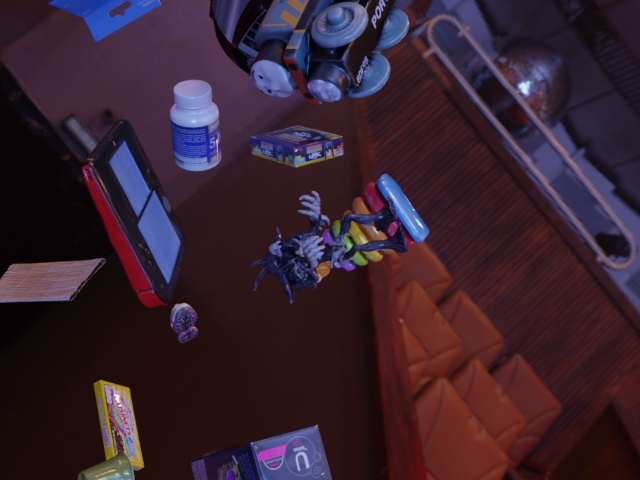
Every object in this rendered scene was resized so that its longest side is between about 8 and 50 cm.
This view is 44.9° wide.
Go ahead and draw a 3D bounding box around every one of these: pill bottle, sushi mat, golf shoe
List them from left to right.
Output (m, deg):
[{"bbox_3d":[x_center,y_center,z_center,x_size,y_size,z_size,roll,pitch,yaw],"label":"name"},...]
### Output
[{"bbox_3d":[-0.678,0.098,1.872,0.316,0.151,0.019,-4,-53,27],"label":"sushi mat"},{"bbox_3d":[-0.360,0.197,1.982,0.086,0.067,0.186,56,-22,18],"label":"golf shoe"},{"bbox_3d":[-0.285,-0.263,1.767,0.112,0.112,0.186,40,-38,37],"label":"pill bottle"}]

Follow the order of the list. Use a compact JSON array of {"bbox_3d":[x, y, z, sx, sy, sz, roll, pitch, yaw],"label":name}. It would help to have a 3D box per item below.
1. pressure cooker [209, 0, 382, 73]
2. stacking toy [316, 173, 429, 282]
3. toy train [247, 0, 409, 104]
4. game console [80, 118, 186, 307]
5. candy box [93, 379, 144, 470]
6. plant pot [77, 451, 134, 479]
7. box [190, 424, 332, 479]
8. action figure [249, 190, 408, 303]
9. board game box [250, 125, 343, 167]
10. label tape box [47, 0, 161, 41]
[{"bbox_3d":[-0.042,-0.538,1.677,0.370,0.375,0.420,58,-27,17],"label":"pressure cooker"},{"bbox_3d":[0.069,0.004,1.673,0.166,0.302,0.175,55,10,2],"label":"stacking toy"},{"bbox_3d":[0.021,-0.330,1.083,0.190,0.334,0.142,7,-28,30],"label":"toy train"},{"bbox_3d":[-0.387,-0.065,1.669,0.386,0.060,0.342,-99,171,-68],"label":"game console"},{"bbox_3d":[-0.471,0.431,1.809,0.105,0.027,0.206,39,26,-56],"label":"candy box"},{"bbox_3d":[-0.383,0.424,1.372,0.083,0.079,0.083,6,-83,52],"label":"plant pot"},{"bbox_3d":[-0.124,0.475,1.569,0.270,0.165,0.143,-30,-109,48],"label":"box"},{"bbox_3d":[0.000,0.000,1.310,0.141,0.276,0.164,69,6,-49],"label":"action figure"},{"bbox_3d":[-0.055,-0.217,1.766,0.170,0.141,0.048,21,-59,47],"label":"board game box"},{"bbox_3d":[-0.563,-0.670,1.852,0.241,0.106,0.333,-18,-79,31],"label":"label tape box"}]
